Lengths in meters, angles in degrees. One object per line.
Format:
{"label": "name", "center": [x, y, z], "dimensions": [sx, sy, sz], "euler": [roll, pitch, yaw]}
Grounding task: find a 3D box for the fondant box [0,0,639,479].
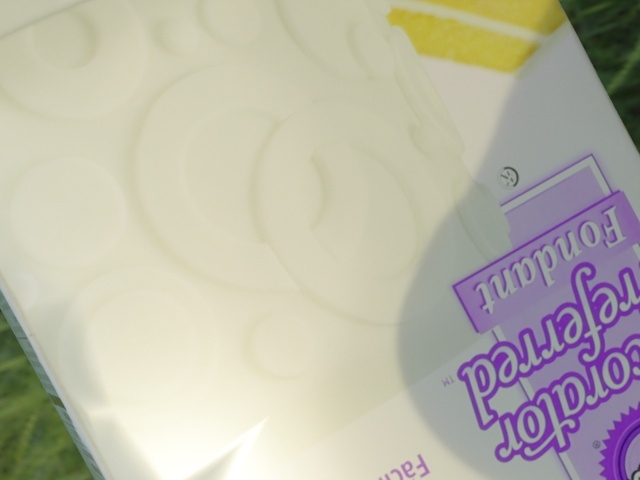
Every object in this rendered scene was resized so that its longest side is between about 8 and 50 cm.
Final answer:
{"label": "fondant box", "center": [0.000, 0.000, 0.699], "dimensions": [0.330, 0.238, 0.096], "euler": [62, 167, -4]}
